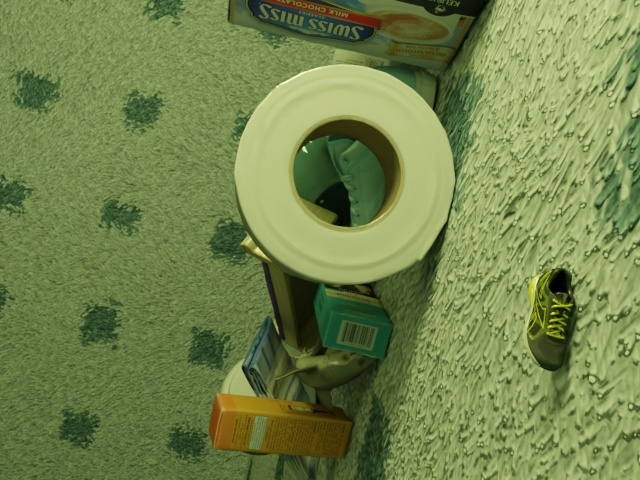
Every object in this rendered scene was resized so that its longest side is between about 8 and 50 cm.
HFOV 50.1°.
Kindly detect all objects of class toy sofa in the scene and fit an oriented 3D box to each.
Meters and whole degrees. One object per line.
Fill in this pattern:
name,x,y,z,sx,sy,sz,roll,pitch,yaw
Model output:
toy sofa,-0.067,0.065,1.359,0.150,0.177,0.362,-53,-23,-26

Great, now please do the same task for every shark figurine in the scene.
shark figurine,0.004,0.239,1.204,0.278,0.166,0.116,172,76,-79

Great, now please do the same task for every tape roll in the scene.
tape roll,0.029,-0.080,0.906,0.100,0.287,0.286,152,130,-81

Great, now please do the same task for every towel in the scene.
towel,-0.061,0.307,1.314,0.209,0.034,0.284,-68,-43,-69

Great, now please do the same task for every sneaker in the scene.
sneaker,0.074,-0.126,1.173,0.135,0.150,0.365,-90,14,-66
sneaker,0.172,0.056,0.514,0.035,0.031,0.083,113,167,-58

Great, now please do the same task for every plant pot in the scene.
plant pot,-0.001,-0.124,1.447,0.195,0.290,0.290,56,140,43

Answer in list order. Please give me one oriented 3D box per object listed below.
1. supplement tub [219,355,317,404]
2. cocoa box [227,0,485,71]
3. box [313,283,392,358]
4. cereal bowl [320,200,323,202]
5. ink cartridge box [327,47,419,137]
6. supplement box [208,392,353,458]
supplement tub,-0.131,0.392,1.643,0.316,0.229,0.228,119,162,-68
cocoa box,0.060,-0.427,0.974,0.228,0.348,0.231,114,166,-64
box,0.049,0.122,1.158,0.244,0.101,0.060,-112,36,-78
cereal bowl,-0.017,-0.124,1.724,0.339,0.141,0.338,-47,-31,-40
ink cartridge box,0.087,-0.279,1.275,0.153,0.087,0.208,26,104,43
supplement box,-0.068,0.319,1.174,0.078,0.234,0.080,-149,68,-72
